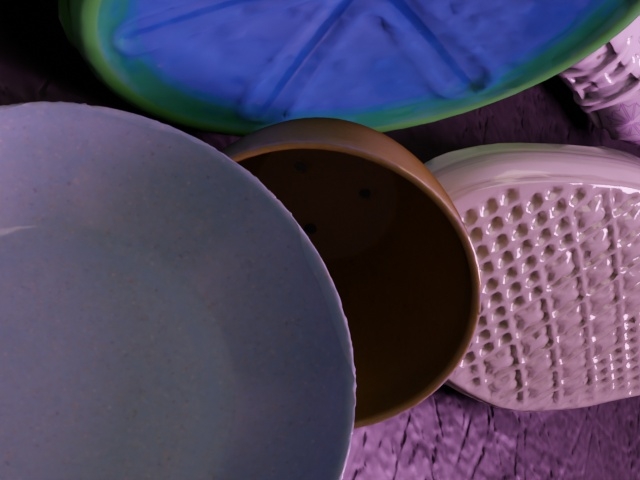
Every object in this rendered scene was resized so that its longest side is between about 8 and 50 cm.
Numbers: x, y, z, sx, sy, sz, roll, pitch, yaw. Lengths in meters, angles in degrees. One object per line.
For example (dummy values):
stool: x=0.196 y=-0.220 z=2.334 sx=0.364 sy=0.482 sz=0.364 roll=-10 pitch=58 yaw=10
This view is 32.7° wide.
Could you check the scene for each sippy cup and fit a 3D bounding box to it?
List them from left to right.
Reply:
sippy cup: x=0.007 y=-0.189 z=0.448 sx=0.240 sy=0.305 sz=0.224 roll=-6 pitch=71 yaw=-8

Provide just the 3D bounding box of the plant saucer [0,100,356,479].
plant saucer: x=-0.085 y=0.047 z=0.368 sx=0.195 sy=0.037 sz=0.195 roll=7 pitch=65 yaw=-16

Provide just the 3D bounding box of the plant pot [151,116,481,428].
plant pot: x=0.000 y=0.000 z=0.471 sx=0.134 sy=0.134 sz=0.095 roll=60 pitch=18 yaw=-23

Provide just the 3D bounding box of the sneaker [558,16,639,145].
sneaker: x=0.210 y=-0.143 z=0.756 sx=0.305 sy=0.114 sz=0.152 roll=-8 pitch=87 yaw=-51

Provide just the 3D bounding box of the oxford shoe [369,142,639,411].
oxford shoe: x=0.181 y=0.011 z=0.690 sx=0.449 sy=0.169 sz=0.130 roll=5 pitch=37 yaw=-43

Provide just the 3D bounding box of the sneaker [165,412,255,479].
sneaker: x=-0.061 y=0.173 z=0.375 sx=0.130 sy=0.087 sz=0.227 roll=6 pitch=83 yaw=-57
